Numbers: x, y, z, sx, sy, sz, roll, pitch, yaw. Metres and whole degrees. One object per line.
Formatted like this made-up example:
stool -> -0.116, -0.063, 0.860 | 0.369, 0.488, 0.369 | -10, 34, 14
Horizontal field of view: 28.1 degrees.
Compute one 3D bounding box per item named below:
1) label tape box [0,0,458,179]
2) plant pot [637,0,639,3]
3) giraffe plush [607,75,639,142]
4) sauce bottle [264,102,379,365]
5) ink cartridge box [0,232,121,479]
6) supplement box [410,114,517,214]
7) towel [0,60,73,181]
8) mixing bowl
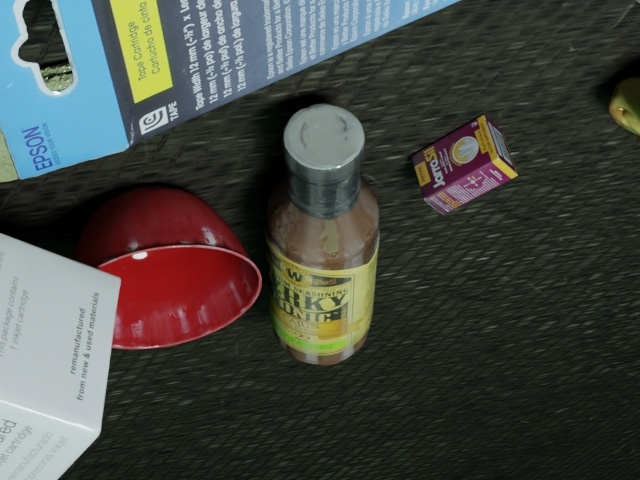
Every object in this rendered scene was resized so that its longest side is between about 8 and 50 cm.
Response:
label tape box -> -0.058, -0.201, 0.761 | 0.347, 0.115, 0.249 | -24, 152, -12
plant pot -> 0.270, -0.231, 0.954 | 0.109, 0.096, 0.109 | 1, 146, -25
giraffe plush -> 0.390, -0.130, 1.138 | 0.181, 0.210, 0.171 | 31, 94, -37
sauce bottle -> 0.000, 0.000, 1.207 | 0.111, 0.111, 0.344 | -12, 149, -6
ink cartridge box -> -0.405, 0.097, 1.030 | 0.394, 0.166, 0.285 | 22, 134, -24
supplement box -> 0.134, -0.071, 1.202 | 0.083, 0.055, 0.043 | -30, 146, 22
towel -> -0.232, -0.093, 1.026 | 0.148, 0.027, 0.110 | -17, 149, 5
mixing bowl -> -0.152, 0.015, 1.170 | 0.181, 0.098, 0.181 | -11, 149, -7
